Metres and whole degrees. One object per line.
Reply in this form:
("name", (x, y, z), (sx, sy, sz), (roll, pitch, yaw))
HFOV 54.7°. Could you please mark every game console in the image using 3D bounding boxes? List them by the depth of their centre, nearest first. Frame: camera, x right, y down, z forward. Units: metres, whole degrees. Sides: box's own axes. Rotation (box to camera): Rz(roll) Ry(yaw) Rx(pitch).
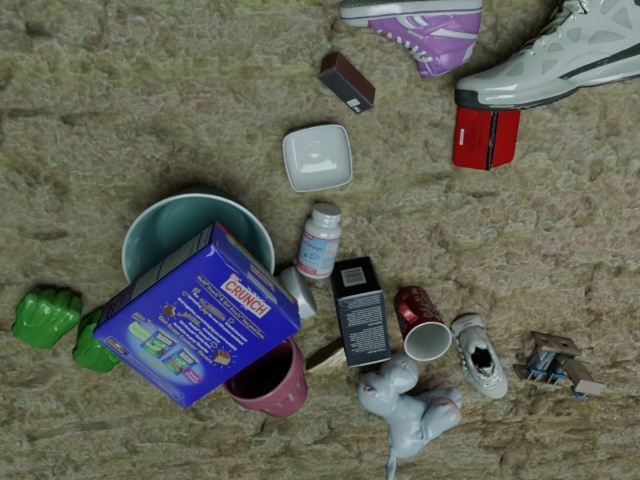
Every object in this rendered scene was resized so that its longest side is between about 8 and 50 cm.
("game console", (0.366, -0.236, 1.366), (0.124, 0.085, 0.144), (12, 121, 22))

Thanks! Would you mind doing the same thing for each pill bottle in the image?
("pill bottle", (0.000, 0.000, 1.409), (0.087, 0.087, 0.160), (7, 117, -11))
("pill bottle", (-0.152, 0.170, 1.446), (0.264, 0.153, 0.153), (-25, 119, 7))

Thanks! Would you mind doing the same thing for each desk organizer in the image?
("desk organizer", (0.056, -0.319, 1.257), (0.047, 0.050, 0.130), (-14, 144, 39))

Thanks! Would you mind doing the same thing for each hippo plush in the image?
("hippo plush", (0.203, 0.430, 1.642), (0.294, 0.234, 0.236), (-41, 86, -1))

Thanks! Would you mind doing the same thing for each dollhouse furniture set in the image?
("dollhouse furniture set", (0.620, 0.354, 1.630), (0.128, 0.184, 0.129), (12, 117, -14))

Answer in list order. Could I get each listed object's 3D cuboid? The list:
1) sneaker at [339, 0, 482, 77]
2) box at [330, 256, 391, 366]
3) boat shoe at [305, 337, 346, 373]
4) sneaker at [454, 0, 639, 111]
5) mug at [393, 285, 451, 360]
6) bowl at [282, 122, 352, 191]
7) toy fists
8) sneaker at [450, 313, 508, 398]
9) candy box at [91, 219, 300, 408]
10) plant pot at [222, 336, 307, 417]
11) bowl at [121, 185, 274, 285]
("sneaker", (0.173, -0.393, 1.206), (0.282, 0.102, 0.161), (-1, 122, -7))
("box", (0.093, 0.170, 1.479), (0.108, 0.153, 0.207), (-11, 121, -2))
("boat shoe", (0.041, 0.301, 1.596), (0.170, 0.063, 0.059), (-33, 112, 10))
("sneaker", (0.458, -0.418, 1.215), (0.447, 0.169, 0.258), (-17, 111, -7))
("mug", (0.237, 0.178, 1.491), (0.113, 0.169, 0.150), (-11, 119, -1))
("bowl", (-0.008, -0.183, 1.325), (0.141, 0.053, 0.142), (-11, 121, -1))
("toy fists", (-0.566, 0.201, 1.448), (0.279, 0.096, 0.142), (32, 121, -24))
("sneaker", (0.430, 0.333, 1.635), (0.110, 0.118, 0.292), (-28, 120, 6))
("candy box", (-0.244, 0.155, 1.259), (0.317, 0.122, 0.268), (-35, 117, 14))
("plant pot", (-0.121, 0.344, 1.537), (0.201, 0.201, 0.180), (-23, 135, 6))
("bowl", (-0.257, 0.009, 1.337), (0.311, 0.163, 0.312), (-3, 119, -6))
